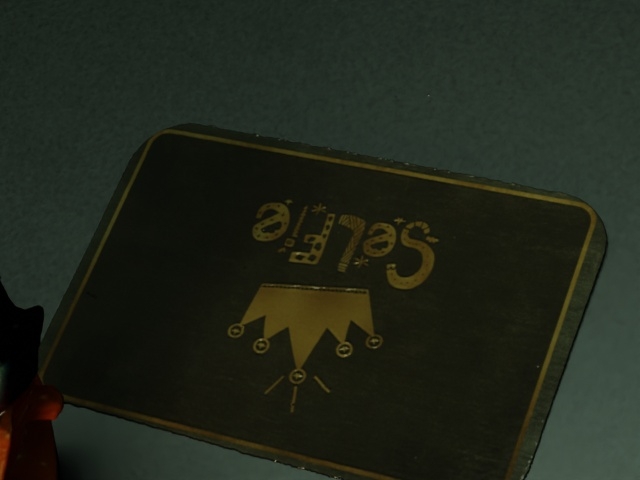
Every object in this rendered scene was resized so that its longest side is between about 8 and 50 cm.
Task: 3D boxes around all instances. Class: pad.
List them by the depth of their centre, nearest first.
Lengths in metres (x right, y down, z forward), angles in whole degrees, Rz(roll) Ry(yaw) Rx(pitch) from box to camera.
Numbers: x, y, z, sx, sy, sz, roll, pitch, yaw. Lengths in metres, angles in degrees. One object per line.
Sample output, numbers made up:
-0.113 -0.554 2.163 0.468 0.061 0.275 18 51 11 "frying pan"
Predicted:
0.000 0.000 1.248 0.375 0.063 0.315 11 62 22 "pad"

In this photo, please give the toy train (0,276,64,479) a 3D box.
-0.272 0.123 1.102 0.231 0.369 0.163 -3 55 -18 "toy train"
